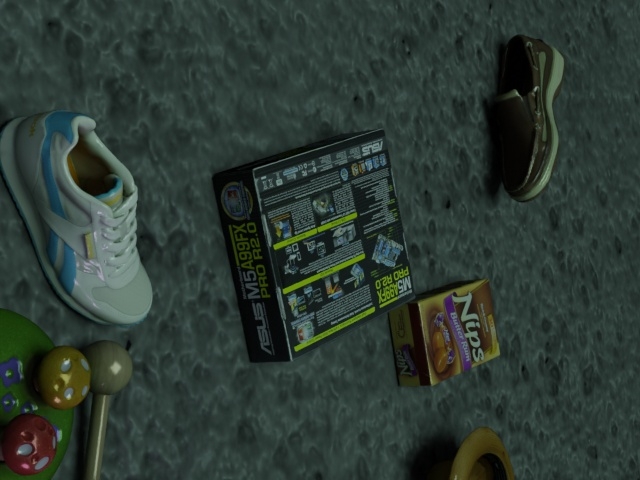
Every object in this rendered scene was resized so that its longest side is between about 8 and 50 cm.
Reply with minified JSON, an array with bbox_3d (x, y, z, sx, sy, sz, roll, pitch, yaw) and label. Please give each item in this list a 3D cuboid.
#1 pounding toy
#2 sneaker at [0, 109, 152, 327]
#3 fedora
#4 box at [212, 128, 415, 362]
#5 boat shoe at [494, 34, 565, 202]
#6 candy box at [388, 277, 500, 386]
[{"bbox_3d":[-0.239,0.152,1.228,0.237,0.110,0.183,21,69,-51],"label":"pounding toy"},{"bbox_3d":[-0.210,-0.014,1.305,0.087,0.092,0.229,-55,129,-44],"label":"sneaker"},{"bbox_3d":[0.185,0.331,1.817,0.194,0.079,0.194,16,71,-57],"label":"fedora"},{"bbox_3d":[0.000,0.000,1.622,0.270,0.060,0.216,-23,105,-52],"label":"box"},{"bbox_3d":[0.283,-0.180,2.024,0.095,0.095,0.258,29,55,-33],"label":"boat shoe"},{"bbox_3d":[0.164,0.117,1.839,0.186,0.053,0.109,-15,97,-55],"label":"candy box"}]
